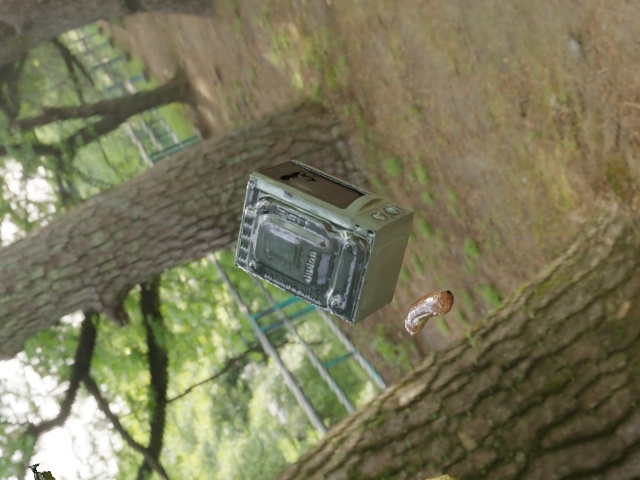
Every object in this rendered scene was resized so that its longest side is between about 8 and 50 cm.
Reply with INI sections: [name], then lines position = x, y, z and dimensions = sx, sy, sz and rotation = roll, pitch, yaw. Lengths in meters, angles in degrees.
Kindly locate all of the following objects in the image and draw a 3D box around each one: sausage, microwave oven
[sausage]
position = 0.171, 0.114, 1.500
dimensions = 0.047, 0.040, 0.177
rotation = 56, 160, 7
[microwave oven]
position = 0.000, 0.000, 1.830
dimensions = 0.295, 0.181, 0.238
rotation = 25, 116, 25

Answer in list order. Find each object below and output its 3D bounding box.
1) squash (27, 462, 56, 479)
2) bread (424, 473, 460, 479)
[squash]
position = -0.567, 0.643, 2.067
dimensions = 0.087, 0.087, 0.332
rotation = 101, 145, -73
[bread]
position = 0.219, 0.497, 1.575
dimensions = 0.233, 0.160, 0.088
rotation = 53, -155, -15
